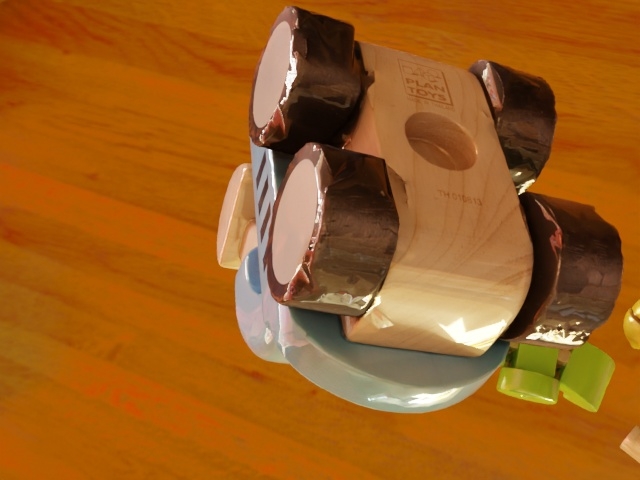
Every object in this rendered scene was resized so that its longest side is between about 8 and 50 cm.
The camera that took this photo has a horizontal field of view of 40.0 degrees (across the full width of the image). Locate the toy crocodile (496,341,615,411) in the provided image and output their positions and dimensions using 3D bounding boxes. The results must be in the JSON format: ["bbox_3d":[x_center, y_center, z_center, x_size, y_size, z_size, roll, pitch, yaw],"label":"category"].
[{"bbox_3d":[0.164,0.105,0.965,0.340,0.105,0.115,15,75,-4],"label":"toy crocodile"}]

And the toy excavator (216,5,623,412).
[{"bbox_3d":[0.000,0.000,0.795,0.445,0.222,0.433,121,151,-43],"label":"toy excavator"}]

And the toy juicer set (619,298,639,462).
[{"bbox_3d":[0.403,0.131,0.878,0.209,0.089,0.329,16,71,20],"label":"toy juicer set"}]
